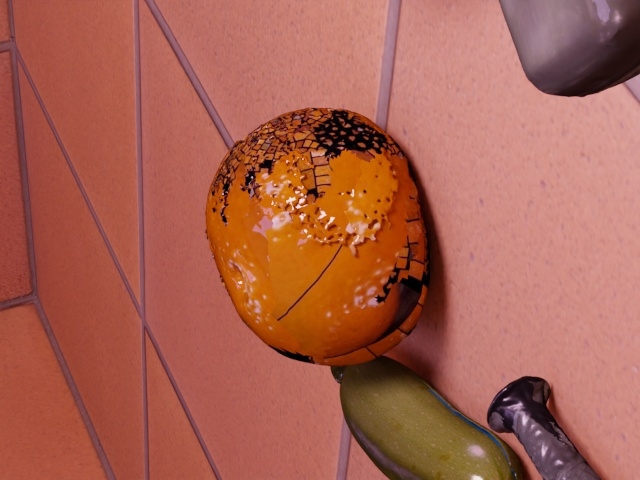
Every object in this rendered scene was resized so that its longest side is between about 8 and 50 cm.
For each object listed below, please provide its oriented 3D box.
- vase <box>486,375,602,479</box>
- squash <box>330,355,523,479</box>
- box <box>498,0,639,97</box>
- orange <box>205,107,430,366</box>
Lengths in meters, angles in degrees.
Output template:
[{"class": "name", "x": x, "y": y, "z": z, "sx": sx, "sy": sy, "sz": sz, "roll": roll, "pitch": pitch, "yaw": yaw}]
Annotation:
[{"class": "vase", "x": 0.186, "y": 0.178, "z": 1.336, "sx": 0.059, "sy": 0.059, "sz": 0.167, "roll": 92, "pitch": 155, "yaw": -43}, {"class": "squash", "x": 0.083, "y": 0.174, "z": 1.595, "sx": 0.341, "sy": 0.094, "sz": 0.094, "roll": 35, "pitch": 137, "yaw": 59}, {"class": "box", "x": 0.162, "y": -0.196, "z": 0.991, "sx": 0.148, "sy": 0.129, "sz": 0.210, "roll": 143, "pitch": 109, "yaw": -70}, {"class": "orange", "x": 0.000, "y": 0.000, "z": 1.568, "sx": 0.234, "sy": 0.182, "sz": 0.234, "roll": 36, "pitch": 137, "yaw": 43}]
